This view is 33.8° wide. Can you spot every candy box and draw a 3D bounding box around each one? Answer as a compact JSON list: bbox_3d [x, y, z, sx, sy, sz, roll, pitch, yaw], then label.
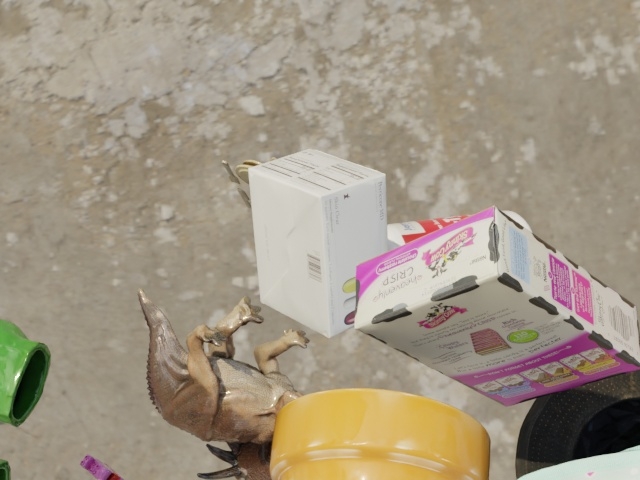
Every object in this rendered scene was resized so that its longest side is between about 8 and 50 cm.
[{"bbox_3d":[0.165,0.069,0.965,0.233,0.159,0.071,30,50,-38],"label":"candy box"}]

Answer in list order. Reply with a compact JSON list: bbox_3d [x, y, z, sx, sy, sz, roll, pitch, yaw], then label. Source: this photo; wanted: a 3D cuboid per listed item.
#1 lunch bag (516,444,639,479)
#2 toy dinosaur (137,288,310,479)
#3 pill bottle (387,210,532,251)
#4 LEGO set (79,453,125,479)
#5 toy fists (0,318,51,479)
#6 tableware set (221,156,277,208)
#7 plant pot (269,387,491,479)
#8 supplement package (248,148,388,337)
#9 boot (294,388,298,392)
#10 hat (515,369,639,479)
[{"bbox_3d":[0.192,0.271,0.712,0.160,0.262,0.223,7,65,-12],"label":"lunch bag"},{"bbox_3d":[-0.102,0.184,1.144,0.296,0.127,0.200,32,115,-12],"label":"toy dinosaur"},{"bbox_3d":[0.225,0.070,2.172,0.408,0.229,0.229,-7,93,-15],"label":"pill bottle"},{"bbox_3d":[-0.288,0.382,1.453,0.087,0.227,0.093,-52,137,-11],"label":"LEGO set"},{"bbox_3d":[-0.435,0.230,1.287,0.142,0.096,0.279,14,81,13],"label":"toy fists"},{"bbox_3d":[-0.101,-0.102,1.984,0.039,0.128,0.194,-65,159,-19],"label":"tableware set"},{"bbox_3d":[0.047,0.261,0.951,0.205,0.205,0.188,28,53,-28],"label":"plant pot"},{"bbox_3d":[0.000,0.000,1.827,0.145,0.204,0.261,-22,120,-34],"label":"supplement package"},{"bbox_3d":[-0.017,0.302,1.555,0.106,0.219,0.082,32,107,-14],"label":"boot"},{"bbox_3d":[0.392,0.273,1.296,0.331,0.134,0.331,0,95,1],"label":"hat"}]
